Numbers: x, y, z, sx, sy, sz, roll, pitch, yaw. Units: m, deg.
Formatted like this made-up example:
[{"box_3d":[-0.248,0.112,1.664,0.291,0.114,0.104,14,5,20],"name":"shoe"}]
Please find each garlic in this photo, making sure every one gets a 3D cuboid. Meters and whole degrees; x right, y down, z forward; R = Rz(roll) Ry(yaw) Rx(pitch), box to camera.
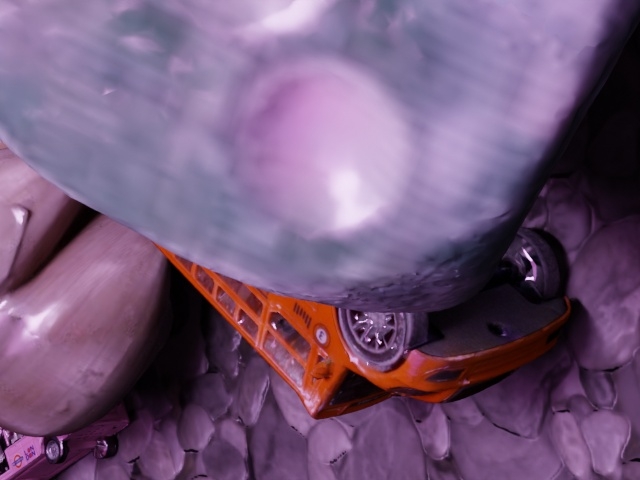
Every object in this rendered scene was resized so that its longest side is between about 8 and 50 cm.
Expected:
[{"box_3d":[-0.211,0.016,1.280,0.210,0.237,0.292,42,121,-13],"name":"garlic"}]

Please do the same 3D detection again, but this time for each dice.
[{"box_3d":[0.009,-0.189,0.867,0.348,0.330,0.328,29,115,7],"name":"dice"}]

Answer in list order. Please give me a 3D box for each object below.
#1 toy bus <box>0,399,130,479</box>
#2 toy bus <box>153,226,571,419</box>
[{"box_3d":[-0.236,0.159,1.383,0.203,0.063,0.090,-36,66,37],"name":"toy bus"},{"box_3d":[0.000,0.000,1.099,0.329,0.143,0.153,43,131,31],"name":"toy bus"}]
